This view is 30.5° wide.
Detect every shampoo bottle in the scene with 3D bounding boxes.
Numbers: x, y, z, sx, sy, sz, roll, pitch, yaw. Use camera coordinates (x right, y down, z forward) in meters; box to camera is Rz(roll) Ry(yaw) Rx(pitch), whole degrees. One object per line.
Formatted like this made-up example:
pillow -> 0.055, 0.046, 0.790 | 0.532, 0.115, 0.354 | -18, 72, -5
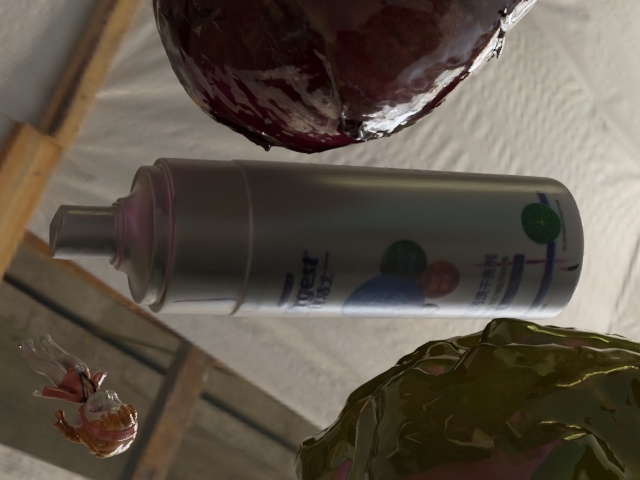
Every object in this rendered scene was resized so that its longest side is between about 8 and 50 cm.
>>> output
shampoo bottle -> 0.000, 0.000, 0.675 | 0.303, 0.092, 0.092 | 2, -84, -21

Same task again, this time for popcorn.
popcorn -> 0.088, 0.158, 0.421 | 0.225, 0.276, 0.276 | -26, -63, -60

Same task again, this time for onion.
onion -> 0.016, -0.164, 0.580 | 0.190, 0.246, 0.246 | 34, -111, -34

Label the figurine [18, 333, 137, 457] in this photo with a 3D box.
figurine -> -0.169, 0.107, 0.818 | 0.064, 0.109, 0.047 | -16, -40, -48
